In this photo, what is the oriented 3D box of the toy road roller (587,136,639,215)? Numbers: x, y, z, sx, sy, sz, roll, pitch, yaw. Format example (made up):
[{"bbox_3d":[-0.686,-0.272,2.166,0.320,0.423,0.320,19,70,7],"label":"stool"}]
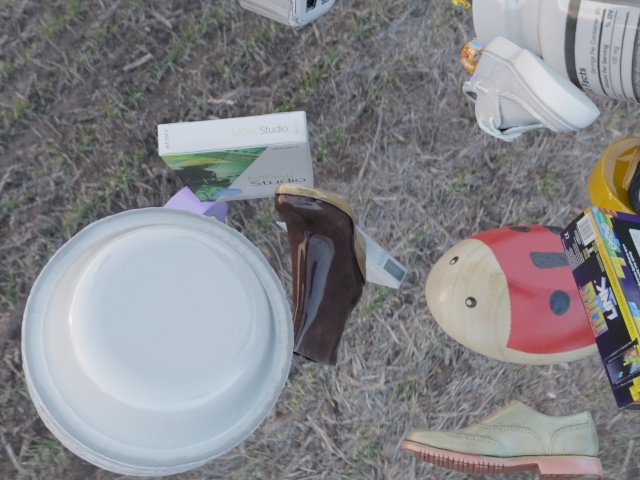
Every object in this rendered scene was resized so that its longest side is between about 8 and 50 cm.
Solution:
[{"bbox_3d":[0.490,-0.017,0.799,0.329,0.241,0.202,31,52,10],"label":"toy road roller"}]

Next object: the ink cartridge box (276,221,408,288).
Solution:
[{"bbox_3d":[0.053,0.014,1.642,0.238,0.275,0.060,11,66,56],"label":"ink cartridge box"}]

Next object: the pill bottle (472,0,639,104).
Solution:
[{"bbox_3d":[0.349,-0.237,0.640,0.362,0.210,0.210,26,73,36],"label":"pill bottle"}]

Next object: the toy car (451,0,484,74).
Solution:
[{"bbox_3d":[0.226,-0.326,1.042,0.040,0.060,0.122,-8,65,-41],"label":"toy car"}]

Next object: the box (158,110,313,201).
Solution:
[{"bbox_3d":[-0.131,-0.137,1.151,0.232,0.322,0.059,-5,79,1],"label":"box"}]

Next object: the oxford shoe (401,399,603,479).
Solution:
[{"bbox_3d":[0.368,0.408,1.355,0.396,0.140,0.147,3,66,7],"label":"oxford shoe"}]

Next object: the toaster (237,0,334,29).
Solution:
[{"bbox_3d":[-0.052,-0.466,1.080,0.146,0.227,0.129,34,52,21],"label":"toaster"}]

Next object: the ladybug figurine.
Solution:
[{"bbox_3d":[0.429,0.084,1.284,0.448,0.162,0.305,-5,52,-20],"label":"ladybug figurine"}]

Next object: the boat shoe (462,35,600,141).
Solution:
[{"bbox_3d":[0.142,-0.105,0.482,0.066,0.184,0.063,30,111,-19],"label":"boat shoe"}]

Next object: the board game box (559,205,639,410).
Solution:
[{"bbox_3d":[0.295,0.060,0.556,0.140,0.048,0.171,10,53,-19],"label":"board game box"}]

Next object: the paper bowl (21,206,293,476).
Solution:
[{"bbox_3d":[-0.165,0.098,0.700,0.284,0.148,0.285,10,63,-19],"label":"paper bowl"}]

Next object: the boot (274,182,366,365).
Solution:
[{"bbox_3d":[-0.008,0.054,0.908,0.090,0.248,0.207,5,69,31],"label":"boot"}]

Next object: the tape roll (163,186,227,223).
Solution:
[{"bbox_3d":[-0.360,-0.011,1.708,0.090,0.275,0.275,34,76,7],"label":"tape roll"}]
